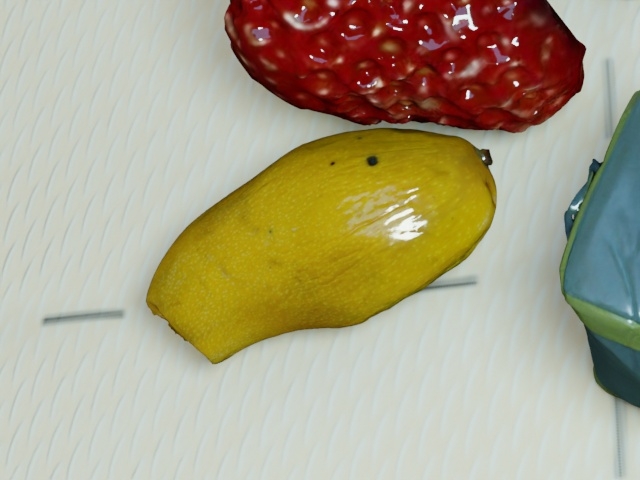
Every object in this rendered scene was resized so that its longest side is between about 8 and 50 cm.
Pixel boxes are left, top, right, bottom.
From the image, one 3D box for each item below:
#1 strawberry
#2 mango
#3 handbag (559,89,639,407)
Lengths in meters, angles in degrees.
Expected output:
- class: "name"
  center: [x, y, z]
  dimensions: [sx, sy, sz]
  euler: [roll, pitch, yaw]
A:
- class: "strawberry"
  center: [0.080, -0.214, 1.665]
  dimensions: [0.345, 0.317, 0.295]
  euler: [40, 70, 8]
- class: "mango"
  center: [-0.003, -0.003, 1.670]
  dimensions: [0.359, 0.144, 0.187]
  euler: [-18, 61, 13]
- class: "handbag"
  center: [0.332, 0.018, 1.498]
  dimensions: [0.222, 0.241, 0.263]
  euler: [16, 76, 23]
